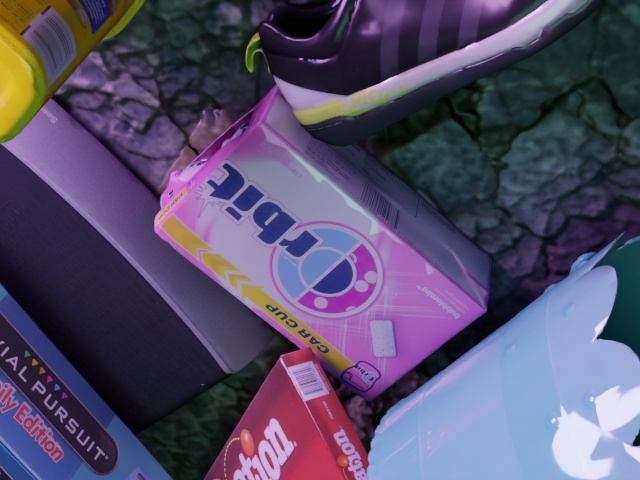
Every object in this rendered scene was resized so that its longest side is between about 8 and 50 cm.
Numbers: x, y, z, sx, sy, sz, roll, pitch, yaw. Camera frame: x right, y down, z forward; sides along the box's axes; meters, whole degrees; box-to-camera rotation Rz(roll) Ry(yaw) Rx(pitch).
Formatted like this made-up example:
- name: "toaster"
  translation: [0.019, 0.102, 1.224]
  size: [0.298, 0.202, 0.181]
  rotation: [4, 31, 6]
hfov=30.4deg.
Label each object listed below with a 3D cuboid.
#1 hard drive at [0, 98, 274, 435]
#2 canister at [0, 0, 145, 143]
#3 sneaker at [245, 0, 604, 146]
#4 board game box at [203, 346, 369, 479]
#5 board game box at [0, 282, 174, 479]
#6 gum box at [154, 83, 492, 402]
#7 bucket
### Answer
- name: "hard drive"
  translation: [-0.172, 0.024, 0.779]
  size: [0.172, 0.054, 0.254]
  rotation: [-33, 110, 28]
- name: "canister"
  translation: [-0.167, -0.134, 0.610]
  size: [0.126, 0.170, 0.073]
  rotation: [39, 121, -13]
- name: "sneaker"
  translation: [0.058, -0.133, 0.615]
  size: [0.235, 0.084, 0.097]
  rotation: [-29, 111, 26]
- name: "board game box"
  translation: [-0.032, 0.206, 0.789]
  size: [0.027, 0.145, 0.281]
  rotation: [-11, 149, -32]
- name: "board game box"
  translation: [-0.300, 0.139, 0.823]
  size: [0.336, 0.079, 0.253]
  rotation: [-19, 117, 36]
- name: "gum box"
  translation: [0.000, 0.000, 0.722]
  size: [0.188, 0.062, 0.107]
  rotation: [40, 121, -13]
- name: "bucket"
  translation: [0.171, 0.156, 0.664]
  size: [0.183, 0.281, 0.281]
  rotation: [-34, 109, 29]
